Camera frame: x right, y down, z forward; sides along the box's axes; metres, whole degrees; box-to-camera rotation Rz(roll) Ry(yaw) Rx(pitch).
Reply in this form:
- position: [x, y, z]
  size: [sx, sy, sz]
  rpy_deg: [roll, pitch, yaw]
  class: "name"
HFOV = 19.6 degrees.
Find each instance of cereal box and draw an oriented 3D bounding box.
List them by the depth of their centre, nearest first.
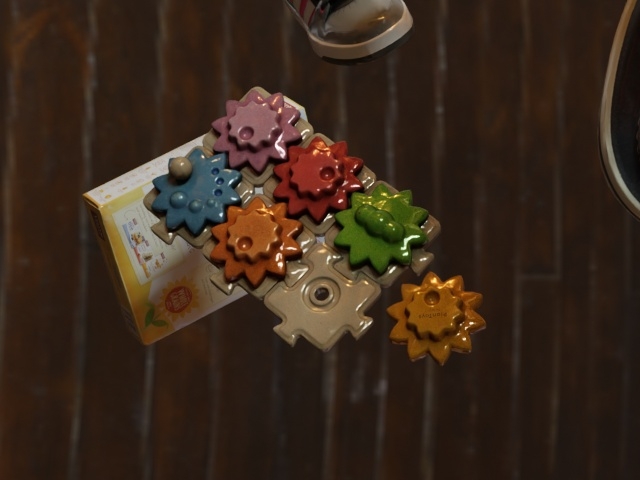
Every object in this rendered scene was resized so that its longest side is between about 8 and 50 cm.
- position: [-0.106, -0.020, 1.872]
  size: [0.240, 0.047, 0.173]
  rpy_deg: [-27, 123, -21]
  class: "cereal box"

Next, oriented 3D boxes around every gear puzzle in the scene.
- position: [0.000, 0.000, 1.624]
  size: [0.175, 0.339, 0.044]
  rpy_deg: [-46, 155, -13]
  class: "gear puzzle"

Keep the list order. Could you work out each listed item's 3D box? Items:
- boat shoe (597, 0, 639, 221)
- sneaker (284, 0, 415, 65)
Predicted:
- position: [0.374, -0.221, 1.349]
  size: [0.187, 0.156, 0.500]
  rpy_deg: [35, 97, -8]
  class: "boat shoe"
- position: [0.001, -0.314, 2.029]
  size: [0.123, 0.295, 0.178]
  rpy_deg: [-32, 121, -6]
  class: "sneaker"
